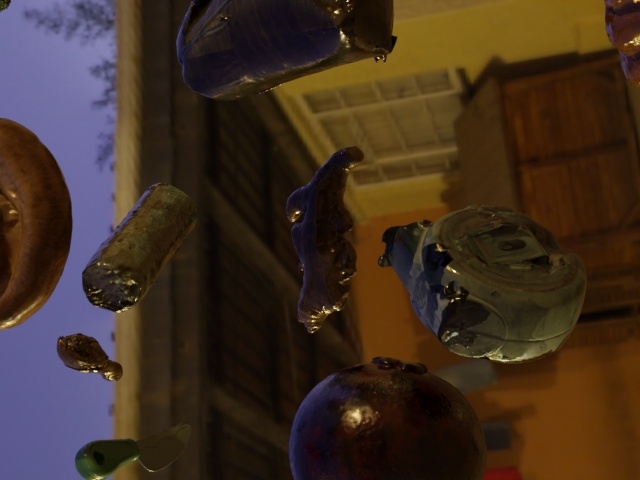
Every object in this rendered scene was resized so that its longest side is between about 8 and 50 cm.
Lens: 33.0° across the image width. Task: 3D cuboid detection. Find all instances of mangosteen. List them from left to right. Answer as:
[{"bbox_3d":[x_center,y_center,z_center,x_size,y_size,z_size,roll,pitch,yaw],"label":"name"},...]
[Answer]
[{"bbox_3d":[0.099,0.359,1.659,0.306,0.306,0.359,21,-105,-74],"label":"mangosteen"}]

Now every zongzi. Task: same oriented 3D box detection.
[{"bbox_3d":[-0.077,-0.460,1.737,0.208,0.403,0.432,3,-103,-50],"label":"zongzi"}]

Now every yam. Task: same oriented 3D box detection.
[{"bbox_3d":[-0.242,0.009,1.455,0.259,0.093,0.093,-67,-34,-62],"label":"yam"}]

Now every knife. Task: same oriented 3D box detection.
[{"bbox_3d":[-0.255,0.307,1.566,0.260,0.035,0.063,0,-124,-60],"label":"knife"}]

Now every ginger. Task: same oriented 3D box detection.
[{"bbox_3d":[0.000,0.002,1.908,0.080,0.166,0.333,-8,-82,-52],"label":"ginger"}]

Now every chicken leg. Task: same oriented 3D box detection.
[{"bbox_3d":[-0.434,0.235,2.077,0.198,0.085,0.069,53,-148,-60],"label":"chicken leg"}]

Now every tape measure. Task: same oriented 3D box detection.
[{"bbox_3d":[0.255,0.060,1.600,0.256,0.275,0.147,-120,33,-47],"label":"tape measure"}]

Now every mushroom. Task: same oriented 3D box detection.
[{"bbox_3d":[-0.440,-0.019,1.397,0.146,0.278,0.278,-6,-93,-68],"label":"mushroom"}]

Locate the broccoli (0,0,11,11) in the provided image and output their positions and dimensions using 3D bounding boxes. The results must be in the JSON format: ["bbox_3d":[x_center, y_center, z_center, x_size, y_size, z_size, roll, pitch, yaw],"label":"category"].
[{"bbox_3d":[-0.657,-0.453,1.786,0.254,0.269,0.269,99,178,-46],"label":"broccoli"}]

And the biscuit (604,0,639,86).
[{"bbox_3d":[0.474,-0.280,1.188,0.107,0.326,0.325,-112,7,-65],"label":"biscuit"}]
